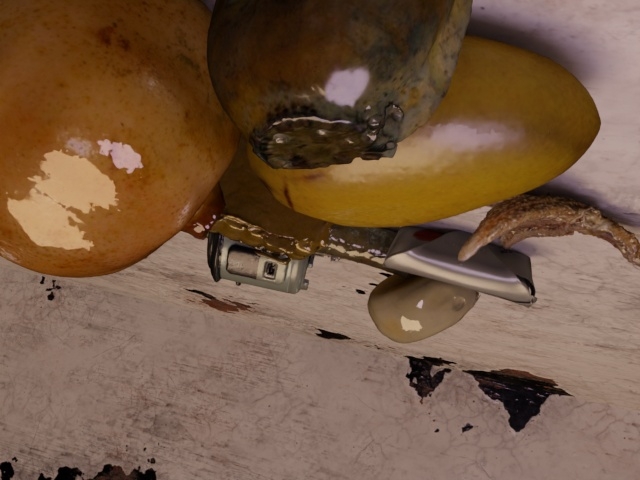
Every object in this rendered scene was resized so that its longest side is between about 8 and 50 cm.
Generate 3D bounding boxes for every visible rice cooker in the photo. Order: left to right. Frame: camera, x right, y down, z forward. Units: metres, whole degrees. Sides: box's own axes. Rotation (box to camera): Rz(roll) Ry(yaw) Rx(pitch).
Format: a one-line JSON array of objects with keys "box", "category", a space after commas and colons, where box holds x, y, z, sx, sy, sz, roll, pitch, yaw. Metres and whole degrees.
[{"box": [-0.114, -0.022, 1.435, 0.227, 0.241, 0.281, 13, 130, 0], "category": "rice cooker"}]

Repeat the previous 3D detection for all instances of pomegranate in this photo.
[{"box": [-0.276, -0.146, 0.951, 0.416, 0.417, 0.417, 14, 163, 4], "category": "pomegranate"}]

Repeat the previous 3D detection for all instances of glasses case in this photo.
[{"box": [0.287, 0.036, 1.486, 0.308, 0.128, 0.083, 15, 138, 5], "category": "glasses case"}]

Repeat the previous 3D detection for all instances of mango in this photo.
[{"box": [0.114, -0.130, 0.932, 0.445, 0.221, 0.301, 4, 157, 25], "category": "mango"}]

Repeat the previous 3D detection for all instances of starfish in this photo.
[{"box": [0.371, -0.009, 1.242, 0.398, 0.132, 0.383, 8, 179, -33], "category": "starfish"}]

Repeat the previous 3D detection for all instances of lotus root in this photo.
[{"box": [-0.010, -0.208, 0.714, 0.267, 0.260, 0.149, 7, 160, 27], "category": "lotus root"}]

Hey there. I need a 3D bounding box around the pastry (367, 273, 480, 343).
[{"box": [0.226, 0.126, 1.633, 0.133, 0.265, 0.265, 60, 153, -5], "category": "pastry"}]

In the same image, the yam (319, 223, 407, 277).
[{"box": [0.071, 0.001, 1.588, 0.259, 0.093, 0.093, 16, 163, 0], "category": "yam"}]

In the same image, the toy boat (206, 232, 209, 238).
[{"box": [-0.265, -0.058, 1.717, 0.276, 0.084, 0.111, 15, 161, 5], "category": "toy boat"}]

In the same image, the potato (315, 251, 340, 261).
[{"box": [0.002, 0.000, 1.676, 0.122, 0.086, 0.061, 12, 177, 6], "category": "potato"}]

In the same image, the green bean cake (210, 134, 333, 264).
[{"box": [-0.082, -0.093, 1.211, 0.229, 0.224, 0.131, 20, 166, -7], "category": "green bean cake"}]
